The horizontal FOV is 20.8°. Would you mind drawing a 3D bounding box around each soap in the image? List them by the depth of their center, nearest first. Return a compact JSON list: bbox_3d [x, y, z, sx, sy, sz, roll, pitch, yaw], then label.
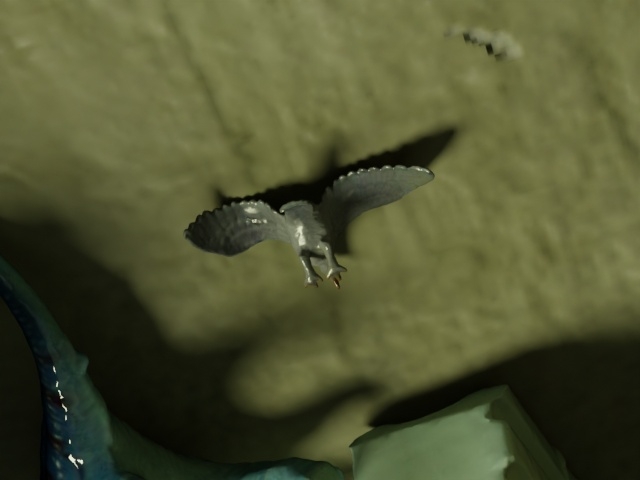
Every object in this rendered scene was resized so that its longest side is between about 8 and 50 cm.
[{"bbox_3d":[0.089,0.153,0.663,0.066,0.119,0.198,-27,129,14],"label":"soap"}]

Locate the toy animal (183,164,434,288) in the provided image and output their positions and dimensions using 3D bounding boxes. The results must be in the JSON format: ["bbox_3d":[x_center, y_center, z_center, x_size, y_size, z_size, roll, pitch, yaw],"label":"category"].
[{"bbox_3d":[0.000,0.000,0.578,0.084,0.028,0.050,-12,123,3],"label":"toy animal"}]

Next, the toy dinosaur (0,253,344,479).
[{"bbox_3d":[-0.047,0.116,0.638,0.144,0.076,0.329,11,138,25],"label":"toy dinosaur"}]
